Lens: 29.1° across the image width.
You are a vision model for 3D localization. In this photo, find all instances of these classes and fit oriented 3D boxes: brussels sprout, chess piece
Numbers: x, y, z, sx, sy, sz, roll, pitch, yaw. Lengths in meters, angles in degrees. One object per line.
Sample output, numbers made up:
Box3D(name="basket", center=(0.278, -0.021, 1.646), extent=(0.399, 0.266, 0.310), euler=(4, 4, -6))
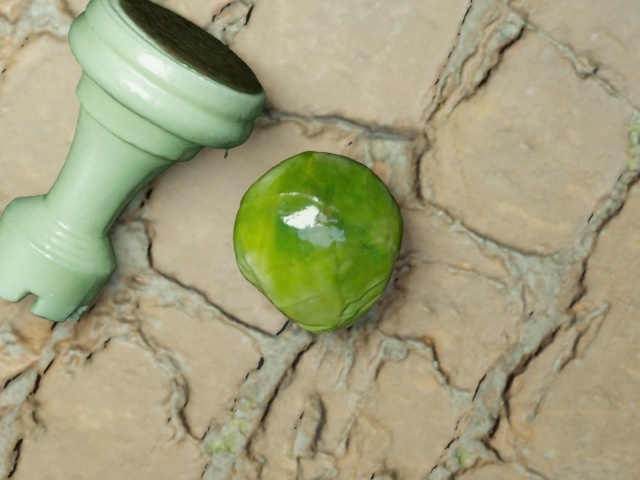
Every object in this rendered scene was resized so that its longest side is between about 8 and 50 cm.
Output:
Box3D(name="brussels sprout", center=(0.003, 0.001, 1.229), extent=(0.161, 0.144, 0.181), euler=(-42, 128, -15))
Box3D(name="chess piece", center=(-0.205, -0.070, 1.180), extent=(0.194, 0.194, 0.299), euler=(32, 108, -12))
